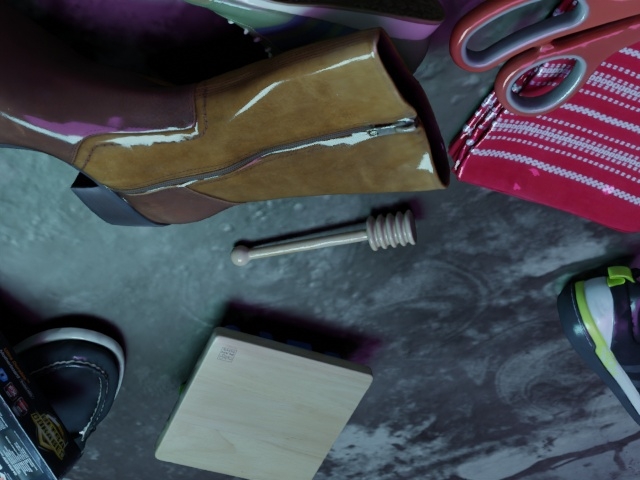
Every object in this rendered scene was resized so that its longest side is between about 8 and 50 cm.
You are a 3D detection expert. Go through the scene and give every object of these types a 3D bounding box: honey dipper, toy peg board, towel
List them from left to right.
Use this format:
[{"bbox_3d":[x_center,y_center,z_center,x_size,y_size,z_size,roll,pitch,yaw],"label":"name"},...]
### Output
[{"bbox_3d":[-0.060,0.146,1.069,0.161,0.079,0.160,17,120,-21],"label":"toy peg board"},{"bbox_3d":[0.000,0.000,0.929,0.161,0.030,0.030,-8,138,13],"label":"honey dipper"},{"bbox_3d":[0.242,-0.114,0.804,0.199,0.031,0.275,16,135,-21],"label":"towel"}]

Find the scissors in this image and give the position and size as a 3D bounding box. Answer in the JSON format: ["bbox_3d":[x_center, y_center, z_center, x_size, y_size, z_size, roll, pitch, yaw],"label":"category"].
[{"bbox_3d":[0.231,-0.161,0.711,0.297,0.021,0.109,-21,133,22],"label":"scissors"}]

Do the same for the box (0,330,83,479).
[{"bbox_3d":[-0.342,0.143,0.981,0.175,0.051,0.220,-27,102,25],"label":"box"}]

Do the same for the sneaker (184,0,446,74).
[{"bbox_3d":[-0.018,-0.139,0.739,0.192,0.064,0.086,9,133,-16],"label":"sneaker"}]

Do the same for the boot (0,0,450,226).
[{"bbox_3d":[-0.085,-0.091,0.711,0.280,0.096,0.264,-5,143,30],"label":"boot"}]

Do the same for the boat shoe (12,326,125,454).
[{"bbox_3d":[-0.300,0.210,1.088,0.127,0.113,0.340,28,130,-30],"label":"boat shoe"}]

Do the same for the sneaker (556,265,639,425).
[{"bbox_3d":[0.310,0.103,1.011,0.097,0.084,0.235,-29,132,26],"label":"sneaker"}]
